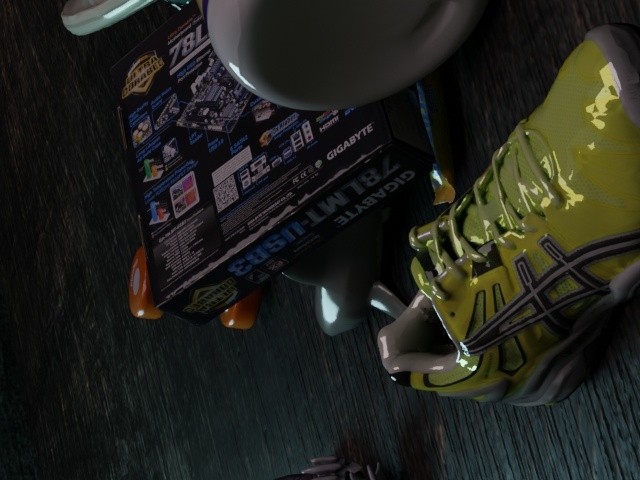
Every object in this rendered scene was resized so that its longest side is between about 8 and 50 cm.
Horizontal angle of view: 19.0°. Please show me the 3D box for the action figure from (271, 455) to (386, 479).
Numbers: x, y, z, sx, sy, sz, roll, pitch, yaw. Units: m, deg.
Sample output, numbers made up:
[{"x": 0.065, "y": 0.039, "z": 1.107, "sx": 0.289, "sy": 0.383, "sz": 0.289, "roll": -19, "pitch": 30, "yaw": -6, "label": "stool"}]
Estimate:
[{"x": 0.014, "y": 0.305, "z": 1.936, "sx": 0.285, "sy": 0.099, "sz": 0.185, "roll": 175, "pitch": 92, "yaw": -67, "label": "action figure"}]

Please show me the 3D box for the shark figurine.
[{"x": 0.006, "y": -0.017, "z": 1.823, "sx": 0.166, "sy": 0.116, "sz": 0.278, "roll": -143, "pitch": 47, "yaw": -61, "label": "shark figurine"}]

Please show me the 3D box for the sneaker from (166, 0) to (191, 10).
[{"x": -0.189, "y": -0.316, "z": 1.894, "sx": 0.302, "sy": 0.108, "sz": 0.121, "roll": 43, "pitch": 138, "yaw": 1, "label": "sneaker"}]

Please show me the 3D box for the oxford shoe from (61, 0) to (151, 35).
[{"x": -0.186, "y": -0.338, "z": 2.124, "sx": 0.130, "sy": 0.169, "sz": 0.449, "roll": 55, "pitch": 154, "yaw": -7, "label": "oxford shoe"}]

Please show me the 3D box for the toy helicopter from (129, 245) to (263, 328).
[{"x": -0.132, "y": -0.085, "z": 2.205, "sx": 0.235, "sy": 0.140, "sz": 0.355, "roll": -116, "pitch": 37, "yaw": -61, "label": "toy helicopter"}]

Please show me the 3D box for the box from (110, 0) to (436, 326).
[{"x": -0.055, "y": -0.117, "z": 1.754, "sx": 0.295, "sy": 0.073, "sz": 0.293, "roll": -35, "pitch": 50, "yaw": 27, "label": "box"}]

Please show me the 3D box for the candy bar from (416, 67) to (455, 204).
[{"x": 0.097, "y": -0.111, "z": 1.671, "sx": 0.040, "sy": 0.018, "sz": 0.161, "roll": 163, "pitch": 98, "yaw": -70, "label": "candy bar"}]

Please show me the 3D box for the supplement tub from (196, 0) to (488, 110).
[{"x": -0.016, "y": -0.299, "z": 1.591, "sx": 0.241, "sy": 0.241, "sz": 0.331, "roll": 106, "pitch": 149, "yaw": -48, "label": "supplement tub"}]

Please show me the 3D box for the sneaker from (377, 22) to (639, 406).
[{"x": 0.151, "y": 0.004, "z": 1.379, "sx": 0.385, "sy": 0.147, "sz": 0.145, "roll": 107, "pitch": 151, "yaw": -46, "label": "sneaker"}]
